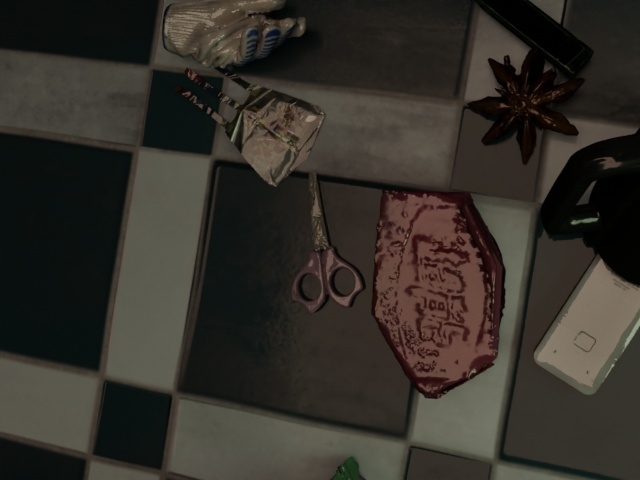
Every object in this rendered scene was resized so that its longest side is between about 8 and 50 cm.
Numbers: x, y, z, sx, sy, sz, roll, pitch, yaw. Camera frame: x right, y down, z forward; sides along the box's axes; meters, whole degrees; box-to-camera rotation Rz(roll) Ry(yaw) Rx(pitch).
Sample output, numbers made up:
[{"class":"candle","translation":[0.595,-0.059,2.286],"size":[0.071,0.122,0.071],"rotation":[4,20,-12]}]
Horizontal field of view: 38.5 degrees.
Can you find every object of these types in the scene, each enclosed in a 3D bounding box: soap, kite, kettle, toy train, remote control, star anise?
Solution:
[{"class":"soap","translation":[0.167,0.076,1.282],"size":[0.182,0.112,0.289],"rotation":[3,90,18]},{"class":"kite","translation":[-0.115,-0.198,1.411],"size":[0.245,0.015,0.141],"rotation":[36,95,12]},{"class":"kettle","translation":[0.420,-0.079,1.094],"size":[0.262,0.308,0.203],"rotation":[20,78,11]},{"class":"toy train","translation":[0.288,-0.309,1.293],"size":[0.209,0.042,0.044],"rotation":[42,92,12]},{"class":"remote control","translation":[0.396,0.086,1.257],"size":[0.103,0.034,0.250],"rotation":[32,95,13]},{"class":"star anise","translation":[0.286,-0.189,1.276],"size":[0.168,0.057,0.168],"rotation":[1,92,31]}]

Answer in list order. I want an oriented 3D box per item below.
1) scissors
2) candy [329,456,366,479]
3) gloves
[{"class":"scissors","translation":[0.000,0.000,1.372],"size":[0.110,0.021,0.212],"rotation":[-8,87,12]},{"class":"candy","translation":[-0.001,0.466,1.179],"size":[0.172,0.398,0.263],"rotation":[-17,91,38]},{"class":"gloves","translation":[-0.129,-0.318,1.378],"size":[0.229,0.097,0.119],"rotation":[4,86,22]}]
